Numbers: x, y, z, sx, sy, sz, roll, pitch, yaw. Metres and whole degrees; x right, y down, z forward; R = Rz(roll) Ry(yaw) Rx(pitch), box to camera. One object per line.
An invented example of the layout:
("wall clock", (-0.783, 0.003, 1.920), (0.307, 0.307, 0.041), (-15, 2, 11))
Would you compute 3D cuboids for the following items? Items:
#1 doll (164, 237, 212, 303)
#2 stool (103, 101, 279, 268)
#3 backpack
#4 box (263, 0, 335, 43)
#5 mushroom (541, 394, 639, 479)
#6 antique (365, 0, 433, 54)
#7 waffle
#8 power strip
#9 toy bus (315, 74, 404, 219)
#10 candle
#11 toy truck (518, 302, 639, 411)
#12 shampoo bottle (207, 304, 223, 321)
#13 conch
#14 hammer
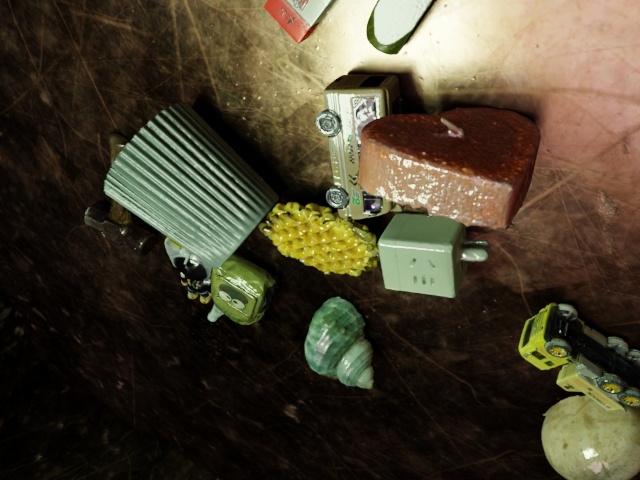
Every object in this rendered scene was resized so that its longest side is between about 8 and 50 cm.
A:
("doll", (-0.404, 0.099, 1.517), (0.146, 0.103, 0.316), (37, 145, 24))
("stool", (-0.304, -0.124, 1.171), (0.330, 0.297, 0.297), (40, 135, -8))
("backpack", (-0.242, 0.154, 1.441), (0.207, 0.140, 0.253), (31, 140, 7))
("box", (-0.028, -0.471, 0.892), (0.100, 0.048, 0.152), (47, 132, -6))
("mushroom", (0.660, 0.502, 1.113), (0.195, 0.189, 0.254), (44, 137, -2))
("antique", (0.158, -0.421, 0.792), (0.081, 0.080, 0.221), (37, 134, 0))
("waffle", (0.011, 0.002, 1.167), (0.330, 0.062, 0.329), (15, 152, 8))
("power strip", (0.259, 0.031, 1.033), (0.225, 0.139, 0.140), (6, 125, 28))
("toy bus", (0.096, -0.189, 0.971), (0.158, 0.139, 0.289), (6, 122, 22))
("candle", (0.229, -0.136, 0.783), (0.317, 0.287, 0.131), (-7, 128, -9))
("toy truck", (0.575, 0.268, 1.037), (0.272, 0.124, 0.157), (34, 144, 0))
("shampoo bottle", (-0.344, 0.231, 1.622), (0.069, 0.041, 0.190), (37, 135, -7))
("conch", (0.062, 0.315, 1.363), (0.220, 0.195, 0.277), (-38, 72, 16))
("hammer", (-0.631, -0.156, 1.489), (0.243, 0.095, 0.408), (28, 128, 10))
